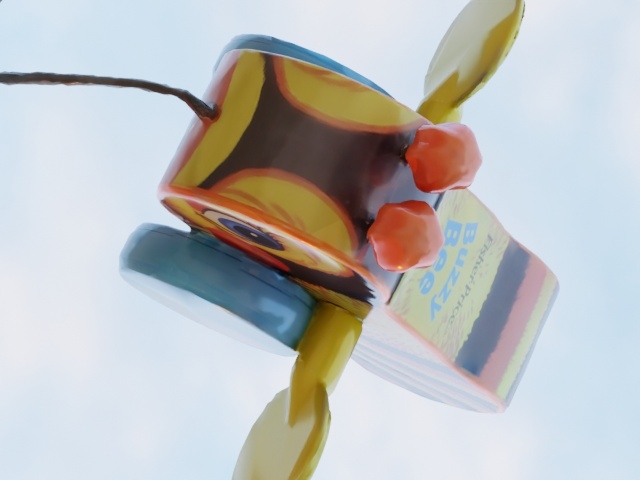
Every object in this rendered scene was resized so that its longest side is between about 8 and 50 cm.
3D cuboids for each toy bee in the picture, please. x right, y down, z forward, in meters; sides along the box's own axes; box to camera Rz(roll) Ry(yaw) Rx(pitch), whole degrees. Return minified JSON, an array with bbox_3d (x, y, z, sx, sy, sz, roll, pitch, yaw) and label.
[{"bbox_3d":[0.000,0.000,0.613,0.162,0.298,0.195,17,-82,45],"label":"toy bee"}]
